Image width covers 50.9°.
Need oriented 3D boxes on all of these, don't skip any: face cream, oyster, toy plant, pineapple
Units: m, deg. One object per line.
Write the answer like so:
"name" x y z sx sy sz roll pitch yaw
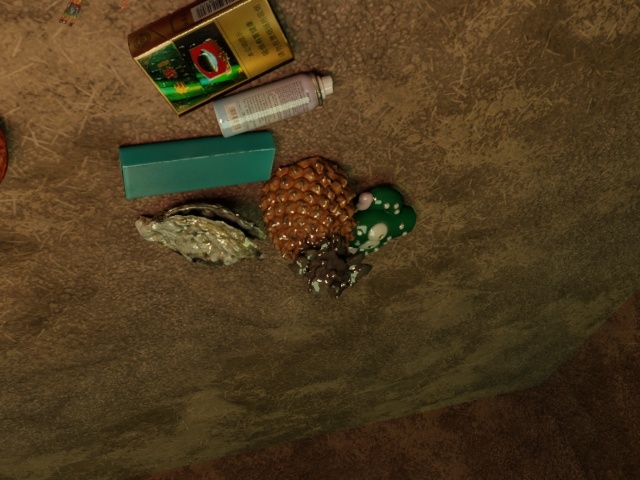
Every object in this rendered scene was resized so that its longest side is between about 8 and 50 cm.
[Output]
"face cream" -0.086 -0.263 1.278 0.229 0.075 0.075 -18 147 -4
"oyster" -0.251 -0.009 1.463 0.267 0.112 0.198 1 154 30
"toy plant" 0.122 -0.040 1.677 0.232 0.112 0.243 -42 147 21
"pineapple" 0.000 0.001 1.448 0.223 0.357 0.223 -12 143 -10

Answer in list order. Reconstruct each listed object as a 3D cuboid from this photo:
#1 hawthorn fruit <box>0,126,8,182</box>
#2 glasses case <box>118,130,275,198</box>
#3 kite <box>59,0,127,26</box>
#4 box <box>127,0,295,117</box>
"hawthorn fruit" -0.596 -0.138 1.098 0.173 0.179 0.173 -6 120 -11
"glasses case" -0.248 -0.158 1.356 0.301 0.070 0.117 -10 152 -18
"kite" -0.333 -0.413 0.993 0.198 0.006 0.244 17 132 -43
"box" -0.180 -0.327 1.141 0.240 0.071 0.159 -25 149 7
